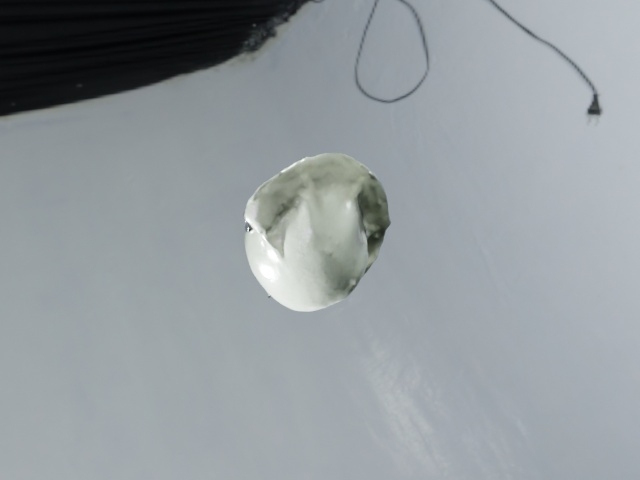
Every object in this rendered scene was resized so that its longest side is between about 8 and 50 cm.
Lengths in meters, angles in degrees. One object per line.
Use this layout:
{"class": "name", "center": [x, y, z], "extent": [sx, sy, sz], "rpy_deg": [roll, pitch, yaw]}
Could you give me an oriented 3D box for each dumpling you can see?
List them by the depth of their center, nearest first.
{"class": "dumpling", "center": [0.000, -0.001, 0.706], "extent": [0.092, 0.150, 0.176], "rpy_deg": [-91, -20, -67]}
